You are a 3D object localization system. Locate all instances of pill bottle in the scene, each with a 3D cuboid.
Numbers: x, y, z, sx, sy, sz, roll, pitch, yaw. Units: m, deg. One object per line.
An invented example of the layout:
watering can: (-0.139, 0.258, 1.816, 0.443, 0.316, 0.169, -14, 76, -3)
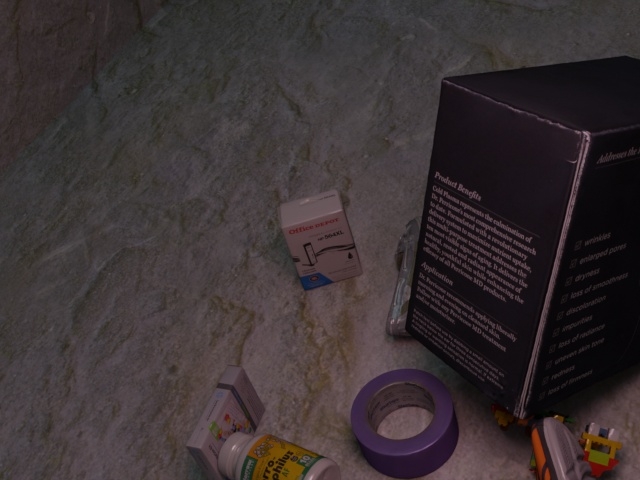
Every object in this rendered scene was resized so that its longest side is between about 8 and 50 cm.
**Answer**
pill bottle: (-0.079, 0.418, 1.352, 0.208, 0.117, 0.117, 13, 50, 33)

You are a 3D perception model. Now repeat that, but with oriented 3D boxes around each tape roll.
tape roll: (0.155, 0.334, 1.382, 0.189, 0.080, 0.189, -12, 40, 10)

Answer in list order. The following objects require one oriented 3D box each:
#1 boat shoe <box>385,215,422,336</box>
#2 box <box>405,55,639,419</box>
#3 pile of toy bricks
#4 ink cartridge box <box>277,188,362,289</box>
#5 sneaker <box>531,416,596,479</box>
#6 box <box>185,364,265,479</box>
boat shoe: (0.196, 0.074, 1.638, 0.103, 0.118, 0.320, -4, 49, 11)
box: (0.435, -0.032, 1.270, 0.480, 0.472, 0.297, -13, 33, -32)
pile of toy bricks: (0.387, 0.347, 1.275, 0.212, 0.118, 0.105, 14, 77, 13)
ink cartridge box: (0.000, 0.000, 1.729, 0.148, 0.203, 0.086, -17, 40, 4)
sneaker: (0.317, 0.429, 1.086, 0.180, 0.124, 0.321, -23, 67, 31)
box: (-0.178, 0.356, 1.441, 0.038, 0.145, 0.186, 3, 44, 26)
